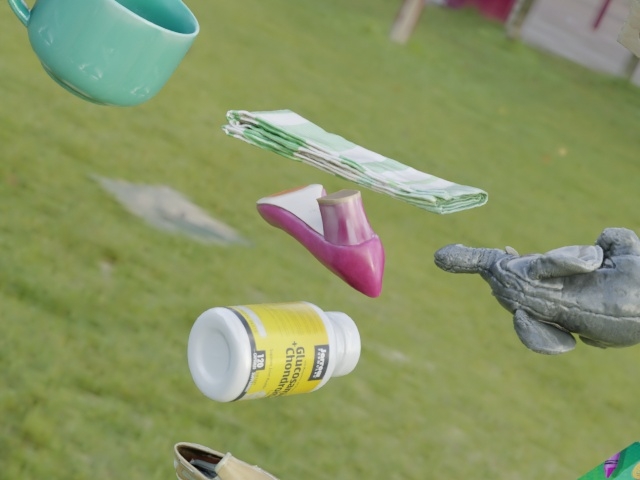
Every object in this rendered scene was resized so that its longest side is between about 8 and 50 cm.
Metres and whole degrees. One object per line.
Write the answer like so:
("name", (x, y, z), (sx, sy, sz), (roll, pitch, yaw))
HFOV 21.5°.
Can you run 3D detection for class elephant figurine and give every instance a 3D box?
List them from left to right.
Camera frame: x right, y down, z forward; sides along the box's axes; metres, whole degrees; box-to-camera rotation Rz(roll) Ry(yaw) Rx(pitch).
("elephant figurine", (0.289, 0.067, 2.089), (0.239, 0.169, 0.186), (4, -21, -25))

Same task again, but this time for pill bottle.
("pill bottle", (-0.047, 0.120, 1.854), (0.184, 0.103, 0.103), (-3, 29, -42))

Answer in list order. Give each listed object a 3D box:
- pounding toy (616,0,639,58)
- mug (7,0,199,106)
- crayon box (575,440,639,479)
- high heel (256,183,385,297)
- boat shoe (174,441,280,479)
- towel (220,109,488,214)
("pounding toy", (0.443, -0.228, 2.069), (0.130, 0.100, 0.141), (3, 31, -34))
("mug", (-0.192, -0.183, 1.434), (0.158, 0.097, 0.129), (41, 20, 15))
("crayon box", (0.353, 0.394, 1.938), (0.165, 0.278, 0.081), (-27, 26, -25))
("high heel", (0.000, 0.000, 1.899), (0.082, 0.117, 0.244), (-20, 11, -28))
("boat shoe", (-0.113, 0.303, 2.138), (0.190, 0.072, 0.068), (12, 47, 31))
("towel", (0.052, -0.111, 2.290), (0.325, 0.038, 0.248), (22, 10, 16))
